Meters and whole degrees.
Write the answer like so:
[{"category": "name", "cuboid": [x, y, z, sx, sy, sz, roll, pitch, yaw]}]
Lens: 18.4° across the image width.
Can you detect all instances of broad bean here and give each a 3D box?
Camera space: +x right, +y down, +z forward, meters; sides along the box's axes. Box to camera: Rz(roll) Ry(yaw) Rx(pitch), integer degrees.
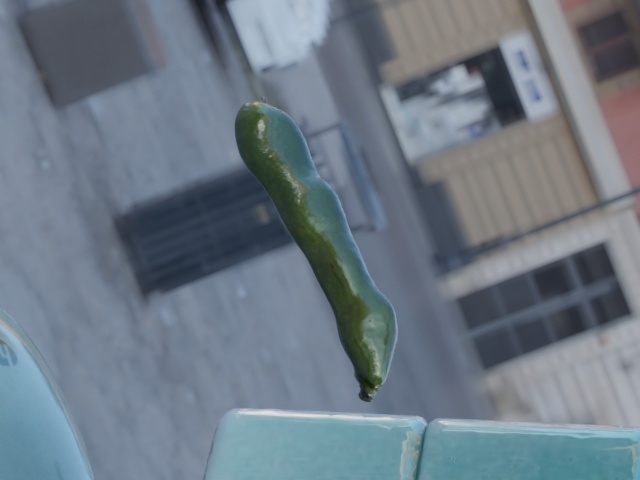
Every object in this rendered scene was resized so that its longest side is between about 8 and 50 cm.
[{"category": "broad bean", "cuboid": [0.000, -0.001, 1.506, 0.052, 0.053, 0.256, -8, 68, -50]}]

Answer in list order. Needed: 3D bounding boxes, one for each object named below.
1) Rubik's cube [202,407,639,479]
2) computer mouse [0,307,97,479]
[{"category": "Rubik's cube", "cuboid": [0.105, 0.290, 0.909, 0.319, 0.316, 0.322, 69, 26, -51]}, {"category": "computer mouse", "cuboid": [-0.179, 0.151, 1.118, 0.159, 0.097, 0.288, 9, 48, -55]}]
